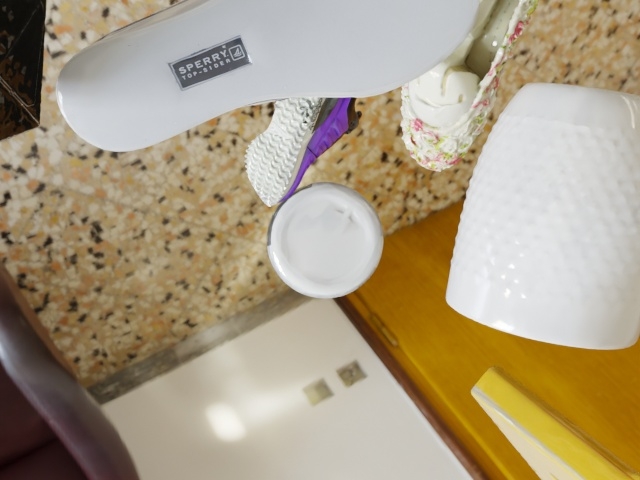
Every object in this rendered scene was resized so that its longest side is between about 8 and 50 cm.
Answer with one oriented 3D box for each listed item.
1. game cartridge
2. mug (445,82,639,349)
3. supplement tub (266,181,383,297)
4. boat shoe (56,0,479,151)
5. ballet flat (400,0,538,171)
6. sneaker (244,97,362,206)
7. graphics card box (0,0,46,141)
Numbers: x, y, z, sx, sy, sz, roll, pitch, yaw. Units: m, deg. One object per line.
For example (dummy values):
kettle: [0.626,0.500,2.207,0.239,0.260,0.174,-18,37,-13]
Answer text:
game cartridge: [0.332,0.291,0.813,0.053,0.323,0.285,-48,134,-7]
mug: [0.336,-0.057,1.123,0.276,0.374,0.328,7,100,-9]
supplement tub: [0.000,0.000,1.464,0.207,0.207,0.338,-38,-179,-2]
boat shoe: [-0.035,-0.129,0.493,0.267,0.088,0.096,-19,117,11]
ballet flat: [0.112,-0.162,0.598,0.077,0.091,0.241,-24,140,-54]
sneaker: [-0.009,-0.166,1.157,0.146,0.102,0.293,-19,154,-37]
graphics card box: [-0.361,-0.124,0.377,0.233,0.371,0.094,-46,155,-59]
